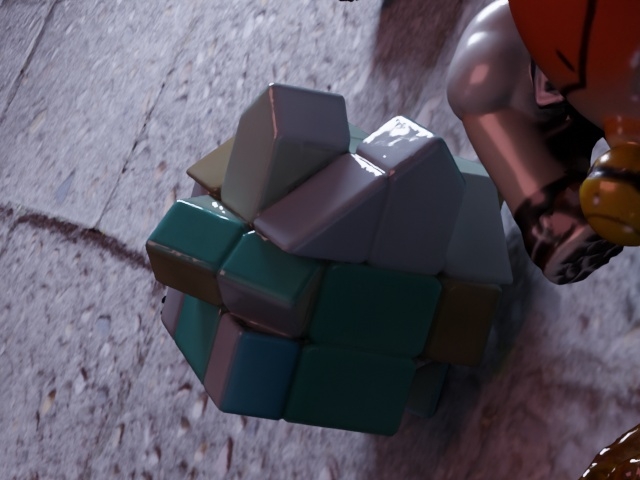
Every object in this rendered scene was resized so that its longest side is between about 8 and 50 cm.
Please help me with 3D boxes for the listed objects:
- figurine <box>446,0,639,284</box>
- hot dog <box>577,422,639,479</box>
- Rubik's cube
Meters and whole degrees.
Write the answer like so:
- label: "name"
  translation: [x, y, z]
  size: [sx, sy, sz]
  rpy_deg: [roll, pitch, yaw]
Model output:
- label: "figurine"
  translation: [0.191, -0.149, 1.084]
  size: [0.323, 0.196, 0.320]
  rpy_deg: [118, 174, -55]
- label: "hot dog"
  translation: [0.190, 0.162, 0.914]
  size: [0.175, 0.114, 0.259]
  rpy_deg: [-46, 29, 32]
- label: "Rubik's cube"
  translation: [0.000, 0.000, 1.306]
  size: [0.224, 0.265, 0.213]
  rpy_deg: [-135, 57, -63]
